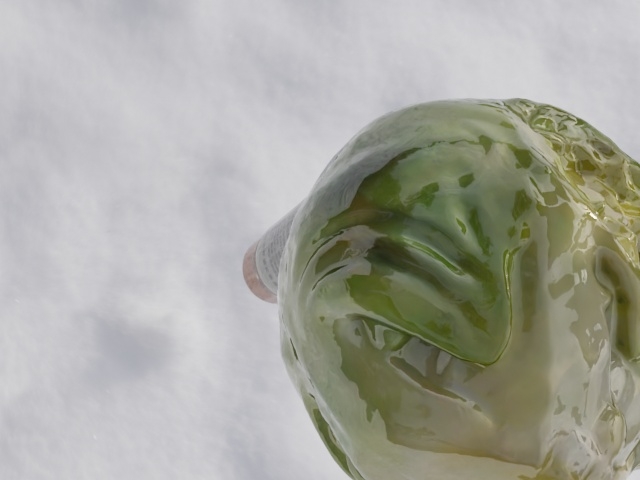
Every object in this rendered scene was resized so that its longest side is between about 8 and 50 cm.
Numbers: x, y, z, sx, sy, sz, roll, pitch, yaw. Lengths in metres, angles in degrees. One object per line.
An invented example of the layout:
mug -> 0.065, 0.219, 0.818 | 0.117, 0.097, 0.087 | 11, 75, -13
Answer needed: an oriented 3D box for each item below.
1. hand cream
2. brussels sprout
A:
hand cream -> 0.000, 0.000, 1.119 | 0.089, 0.314, 0.140 | -24, 92, -24
brussels sprout -> 0.114, 0.043, 0.762 | 0.344, 0.344, 0.268 | -47, 134, -14
